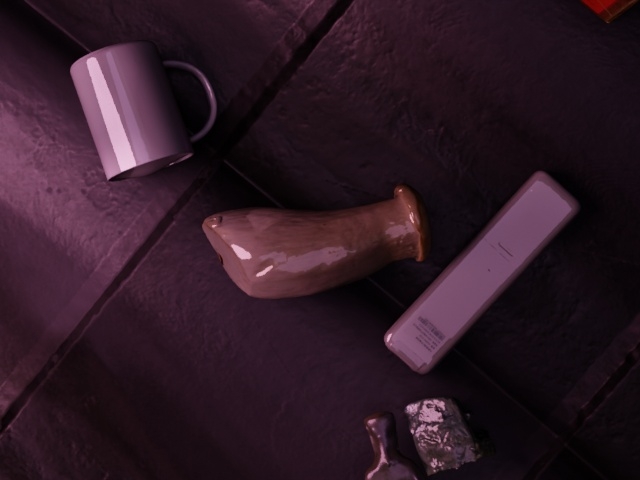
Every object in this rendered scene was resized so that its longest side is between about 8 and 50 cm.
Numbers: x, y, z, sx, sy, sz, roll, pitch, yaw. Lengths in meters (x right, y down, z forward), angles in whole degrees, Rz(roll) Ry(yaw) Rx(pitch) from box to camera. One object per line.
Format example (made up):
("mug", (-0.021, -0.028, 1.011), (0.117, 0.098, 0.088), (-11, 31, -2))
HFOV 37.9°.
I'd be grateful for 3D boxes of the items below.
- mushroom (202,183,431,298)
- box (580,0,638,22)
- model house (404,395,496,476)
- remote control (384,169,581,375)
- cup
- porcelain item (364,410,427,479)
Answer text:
("mushroom", (-0.004, 0.007, 1.005), (0.247, 0.108, 0.096), (-8, 133, 6))
("box", (0.330, -0.306, 0.894), (0.074, 0.240, 0.153), (37, 94, 1))
("model house", (0.142, 0.210, 1.029), (0.079, 0.066, 0.083), (-23, 73, 15))
("remote control", (0.177, 0.037, 1.030), (0.067, 0.029, 0.261), (42, 92, 1))
("cup", (-0.192, -0.142, 1.020), (0.099, 0.136, 0.133), (-20, 91, 38))
("porcelain item", (0.087, 0.293, 1.024), (0.081, 0.069, 0.215), (-17, 93, 16))
